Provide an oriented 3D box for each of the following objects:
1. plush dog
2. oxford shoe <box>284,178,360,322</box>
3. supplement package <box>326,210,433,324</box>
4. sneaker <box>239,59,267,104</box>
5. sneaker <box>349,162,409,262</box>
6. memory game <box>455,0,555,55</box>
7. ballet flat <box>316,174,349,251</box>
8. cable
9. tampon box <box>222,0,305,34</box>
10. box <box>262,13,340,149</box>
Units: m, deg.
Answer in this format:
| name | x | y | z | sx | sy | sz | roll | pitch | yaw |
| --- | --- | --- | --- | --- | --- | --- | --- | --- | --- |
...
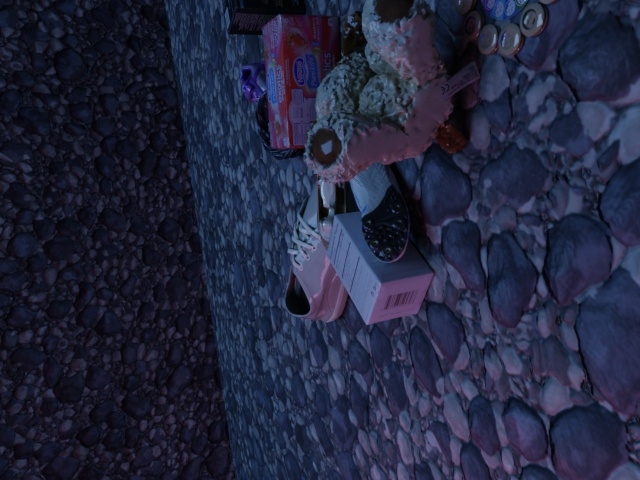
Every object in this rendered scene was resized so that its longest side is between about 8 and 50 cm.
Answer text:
| name | x | y | z | sx | sy | sz | roll | pitch | yaw |
| --- | --- | --- | --- | --- | --- | --- | --- | --- | --- |
| plush dog | 0.076 | -0.203 | 0.749 | 0.225 | 0.210 | 0.263 | 37 | 106 | 52 |
| oxford shoe | 0.000 | 0.000 | 1.094 | 0.169 | 0.129 | 0.450 | -124 | 35 | -49 |
| supplement package | 0.097 | 0.040 | 0.906 | 0.179 | 0.105 | 0.105 | -120 | 29 | -42 |
| sneaker | -0.147 | -0.377 | 1.343 | 0.237 | 0.104 | 0.095 | 68 | 152 | 27 |
| sneaker | 0.103 | -0.061 | 0.885 | 0.086 | 0.085 | 0.237 | 53 | -158 | -52 |
| memory game | 0.222 | -0.319 | 0.619 | 0.186 | 0.012 | 0.186 | 172 | 90 | -67 |
| ballet flat | 0.019 | -0.058 | 0.965 | 0.067 | 0.072 | 0.207 | -44 | -47 | -63 |
| cable | -0.096 | -0.289 | 1.253 | 0.150 | 0.047 | 0.185 | 6 | 120 | 38 |
| tampon box | -0.134 | -0.550 | 1.183 | 0.101 | 0.160 | 0.121 | 149 | 112 | -65 |
| box | -0.037 | -0.322 | 1.073 | 0.122 | 0.128 | 0.257 | -160 | 64 | -64 |
